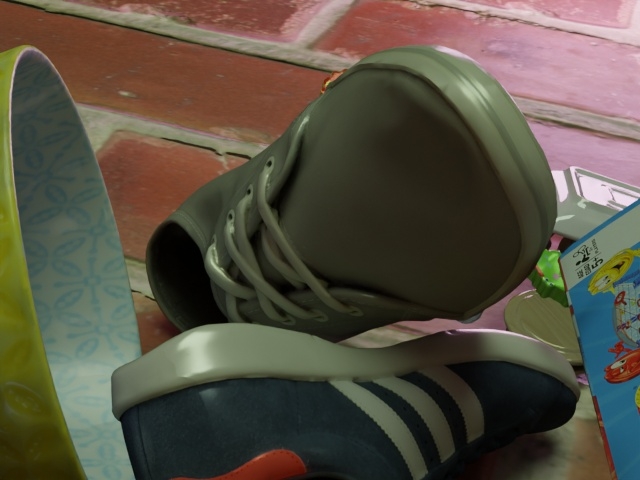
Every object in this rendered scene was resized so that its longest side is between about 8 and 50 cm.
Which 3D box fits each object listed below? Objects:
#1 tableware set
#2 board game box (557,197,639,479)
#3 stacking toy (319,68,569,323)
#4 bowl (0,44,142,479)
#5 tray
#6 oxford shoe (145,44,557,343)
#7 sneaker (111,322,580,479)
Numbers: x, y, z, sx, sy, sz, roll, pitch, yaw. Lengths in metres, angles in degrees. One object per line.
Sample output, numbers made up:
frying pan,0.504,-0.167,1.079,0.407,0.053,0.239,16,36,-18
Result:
tableware set,0.203,0.051,1.142,0.128,0.039,0.194,26,38,20
board game box,0.253,0.162,0.718,0.086,0.308,0.302,-34,23,19
stacking toy,0.072,0.002,1.016,0.052,0.167,0.221,-35,70,-23
bowl,-0.210,0.043,0.860,0.156,0.289,0.289,-12,30,3
tray,0.303,-0.003,1.192,0.270,0.030,0.145,18,20,-1
oxford shoe,0.000,0.000,0.927,0.130,0.169,0.449,-31,4,-25
sneaker,0.034,0.139,0.893,0.350,0.131,0.148,3,66,-38
